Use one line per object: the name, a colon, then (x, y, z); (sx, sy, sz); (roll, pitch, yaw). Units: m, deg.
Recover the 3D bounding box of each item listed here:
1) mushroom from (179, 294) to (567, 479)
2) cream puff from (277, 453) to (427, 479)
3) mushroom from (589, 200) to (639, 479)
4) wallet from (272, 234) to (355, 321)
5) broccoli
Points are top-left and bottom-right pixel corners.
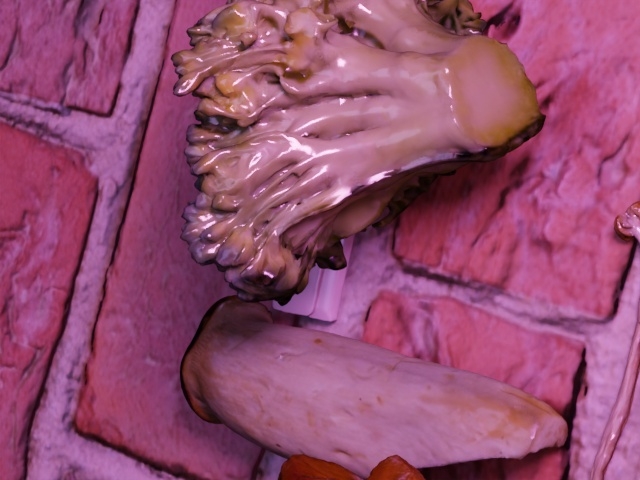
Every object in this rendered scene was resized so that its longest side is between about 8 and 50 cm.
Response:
mushroom: (0.027, 0.125, 1.462); (0.333, 0.087, 0.107); (16, 102, 37)
cream puff: (0.030, 0.287, 1.366); (0.241, 0.155, 0.269); (38, 112, 21)
mushroom: (0.204, 0.115, 1.357); (0.028, 0.026, 0.286); (2, 85, 56)
wallet: (0.000, 0.000, 1.544); (0.061, 0.025, 0.122); (13, 91, 34)
broccoli: (0.026, -0.099, 1.392); (0.245, 0.248, 0.288); (-12, 74, 45)
